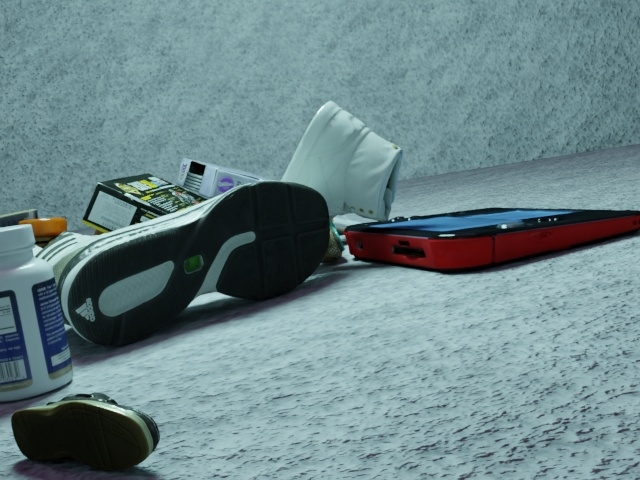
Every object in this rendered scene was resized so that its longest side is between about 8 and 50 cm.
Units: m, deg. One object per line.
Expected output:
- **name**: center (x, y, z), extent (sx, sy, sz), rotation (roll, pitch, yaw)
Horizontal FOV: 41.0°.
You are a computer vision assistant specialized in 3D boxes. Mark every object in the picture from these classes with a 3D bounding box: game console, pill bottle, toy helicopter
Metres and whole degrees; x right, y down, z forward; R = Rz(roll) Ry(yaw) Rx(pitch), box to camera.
- **game console**: center (0.252, -0.019, 1.358), extent (0.342, 0.060, 0.386), rotation (-12, 8, -23)
- **pill bottle**: center (-0.317, 0.072, 0.882), extent (0.094, 0.169, 0.094), rotation (-9, 7, 1)
- **toy helicopter**: center (-0.351, 0.021, 1.540), extent (0.355, 0.140, 0.235), rotation (-4, -1, -40)

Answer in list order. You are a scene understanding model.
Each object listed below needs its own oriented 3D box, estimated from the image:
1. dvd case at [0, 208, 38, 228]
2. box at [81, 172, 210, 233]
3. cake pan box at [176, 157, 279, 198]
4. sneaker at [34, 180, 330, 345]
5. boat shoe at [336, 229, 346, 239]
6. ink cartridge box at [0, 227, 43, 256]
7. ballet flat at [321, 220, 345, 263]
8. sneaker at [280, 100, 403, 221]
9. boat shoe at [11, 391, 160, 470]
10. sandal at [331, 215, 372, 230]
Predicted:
- **dvd case**: center (-0.580, 0.043, 1.493), extent (0.018, 0.164, 0.221), rotation (8, 15, 29)
- **box**: center (-0.236, -0.028, 1.485), extent (0.257, 0.079, 0.322), rotation (22, 8, -1)
- **cake pan box**: center (-0.147, -0.106, 1.769), extent (0.267, 0.070, 0.246), rotation (13, 3, -28)
- **sneaker**: center (-0.211, 0.003, 1.209), extent (0.448, 0.169, 0.258), rotation (-18, 20, -41)
- **boat shoe**: center (0.013, -0.020, 1.749), extent (0.125, 0.038, 0.046), rotation (-5, 8, 28)
- **ink cartridge box**: center (-0.519, 0.045, 1.320), extent (0.218, 0.092, 0.158), rotation (23, 16, 12)
- **ballet flat**: center (0.000, 0.000, 1.504), extent (0.067, 0.073, 0.206), rotation (-23, 3, 1)
- **sneaker**: center (0.019, -0.052, 1.343), extent (0.169, 0.292, 0.108), rotation (33, 32, 10)
- **boat shoe**: center (-0.172, 0.136, 0.641), extent (0.152, 0.056, 0.049), rotation (-4, 14, 36)
- **sandal**: center (-0.001, -0.016, 1.648), extent (0.265, 0.076, 0.102), rotation (11, 7, -17)
